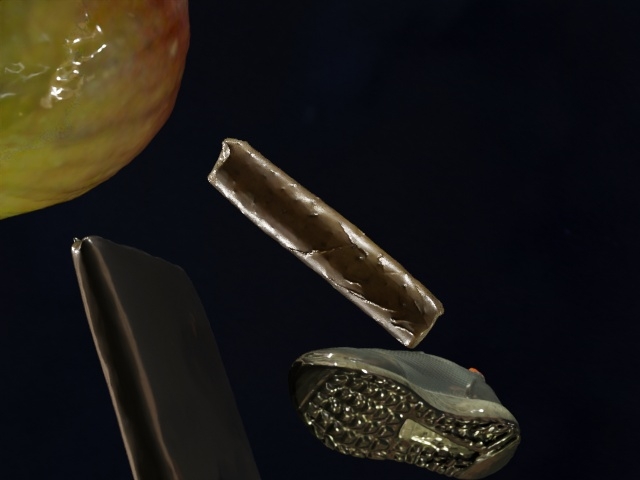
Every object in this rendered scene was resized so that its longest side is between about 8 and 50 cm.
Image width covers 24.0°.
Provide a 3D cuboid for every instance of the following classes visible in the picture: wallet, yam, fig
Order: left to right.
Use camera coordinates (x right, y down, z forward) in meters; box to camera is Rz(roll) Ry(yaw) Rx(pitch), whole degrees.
[{"bbox_3d":[-0.152,-0.064,0.538,0.143,0.230,0.160,48,-46,12],"label":"fig"},{"bbox_3d":[-0.076,0.175,1.016,0.051,0.197,0.378,-21,-102,10],"label":"wallet"},{"bbox_3d":[0.000,0.000,1.221,0.241,0.057,0.057,41,-80,19],"label":"yam"}]

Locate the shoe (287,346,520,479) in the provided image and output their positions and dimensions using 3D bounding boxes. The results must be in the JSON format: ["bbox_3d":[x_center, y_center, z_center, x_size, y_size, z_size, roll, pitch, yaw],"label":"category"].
[{"bbox_3d":[0.053,0.108,1.057,0.074,0.194,0.077,-51,-144,27],"label":"shoe"}]
